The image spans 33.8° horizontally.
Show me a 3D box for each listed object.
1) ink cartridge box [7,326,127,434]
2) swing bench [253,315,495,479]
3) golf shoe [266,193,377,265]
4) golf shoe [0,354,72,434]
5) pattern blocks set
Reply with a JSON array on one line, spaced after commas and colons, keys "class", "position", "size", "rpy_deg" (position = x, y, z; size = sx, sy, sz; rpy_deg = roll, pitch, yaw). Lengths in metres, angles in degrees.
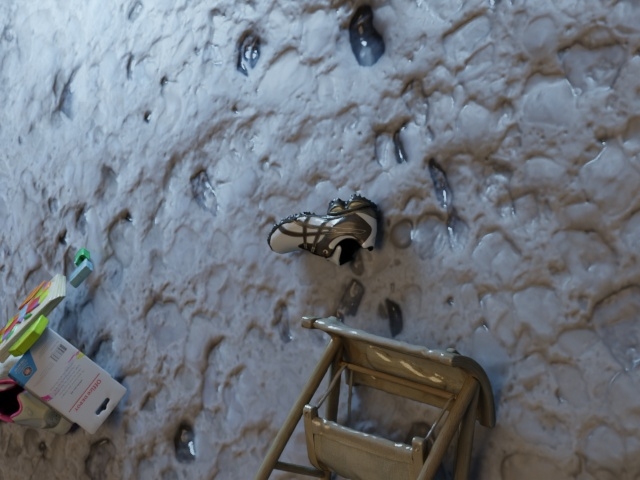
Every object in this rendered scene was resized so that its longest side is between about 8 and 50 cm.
[{"class": "ink cartridge box", "position": [-0.444, 0.250, 1.854], "size": [0.104, 0.181, 0.061], "rpy_deg": [-53, 7, -22]}, {"class": "swing bench", "position": [0.082, 0.254, 1.433], "size": [0.253, 0.165, 0.254], "rpy_deg": [12, 82, 40]}, {"class": "golf shoe", "position": [0.000, 0.000, 1.611], "size": [0.198, 0.077, 0.094], "rpy_deg": [-21, 67, 34]}, {"class": "golf shoe", "position": [-0.581, 0.274, 1.967], "size": [0.306, 0.140, 0.115], "rpy_deg": [11, 88, 41]}, {"class": "pattern blocks set", "position": [-0.536, 0.142, 1.932], "size": [0.325, 0.026, 0.285], "rpy_deg": [-49, 19, -7]}]
